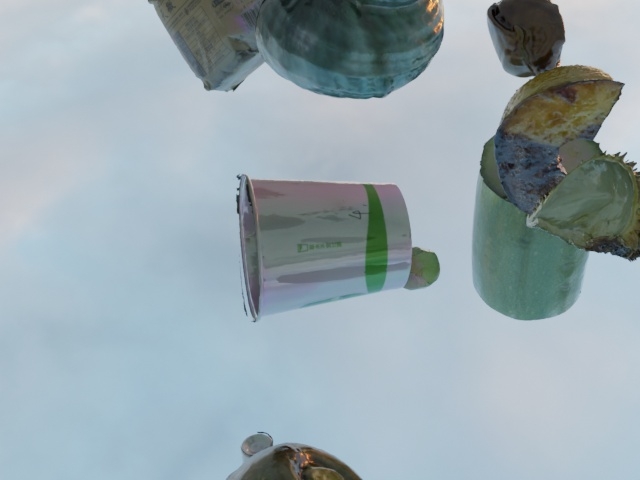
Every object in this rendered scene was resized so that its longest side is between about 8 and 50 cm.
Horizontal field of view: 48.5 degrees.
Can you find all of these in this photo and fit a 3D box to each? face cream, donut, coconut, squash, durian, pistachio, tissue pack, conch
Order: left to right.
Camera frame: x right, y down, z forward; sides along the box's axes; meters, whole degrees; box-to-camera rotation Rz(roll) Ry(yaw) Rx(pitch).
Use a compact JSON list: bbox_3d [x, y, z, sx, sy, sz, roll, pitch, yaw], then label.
[{"bbox_3d":[-0.151,-0.395,1.199,0.256,0.215,0.123,-28,-175,36],"label":"tissue pack"},{"bbox_3d":[-0.101,0.447,1.253,0.092,0.244,0.058,-16,-150,-19],"label":"face cream"},{"bbox_3d":[0.042,-0.270,0.848,0.195,0.277,0.220,0,-119,-29],"label":"conch"},{"bbox_3d":[0.165,0.048,1.239,0.082,0.081,0.083,32,-91,-1],"label":"coconut"},{"bbox_3d":[0.361,-0.369,1.236,0.130,0.165,0.210,-41,-148,39],"label":"pistachio"},{"bbox_3d":[0.461,-0.036,1.554,0.263,0.384,0.263,-5,-133,5],"label":"squash"},{"bbox_3d":[0.361,-0.180,1.186,0.151,0.295,0.112,15,-136,0],"label":"donut"},{"bbox_3d":[0.387,-0.033,0.975,0.139,0.144,0.252,-43,-154,3],"label":"durian"}]

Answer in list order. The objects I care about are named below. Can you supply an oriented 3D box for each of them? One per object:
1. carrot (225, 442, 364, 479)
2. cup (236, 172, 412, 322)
[{"bbox_3d":[-0.070,0.421,0.869,0.341,0.224,0.224,-59,-140,14],"label":"carrot"},{"bbox_3d":[0.000,0.000,1.211,0.274,0.253,0.253,-6,-143,-12],"label":"cup"}]
